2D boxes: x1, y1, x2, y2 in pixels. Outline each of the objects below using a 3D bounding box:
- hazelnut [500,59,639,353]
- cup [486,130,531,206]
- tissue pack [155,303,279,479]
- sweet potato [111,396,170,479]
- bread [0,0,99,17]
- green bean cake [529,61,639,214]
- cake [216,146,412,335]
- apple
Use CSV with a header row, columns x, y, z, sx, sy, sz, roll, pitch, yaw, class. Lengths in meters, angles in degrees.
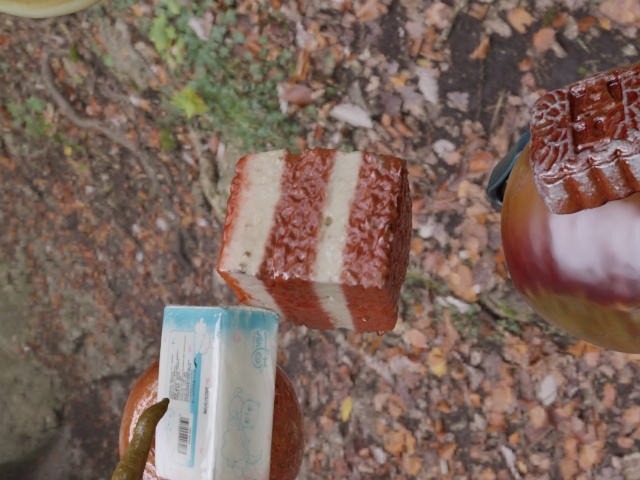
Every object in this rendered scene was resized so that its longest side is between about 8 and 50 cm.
x,y,z,sx,sy,sz,roll,pitch,yaw,class
0.389,-0.027,0.943,0.409,0.359,0.360,-4,82,49,hazelnut
0.491,-0.061,1.644,0.292,0.307,0.242,114,151,-67,cup
-0.158,0.233,1.339,0.201,0.124,0.271,-7,78,56,tissue pack
-0.149,0.175,0.715,0.026,0.026,0.115,-24,41,44,sweet potato
-0.396,-0.447,1.169,0.333,0.333,0.160,-40,49,38,bread
0.253,-0.096,0.784,0.135,0.056,0.135,-18,40,26,green bean cake
0.000,0.000,1.625,0.319,0.270,0.270,5,66,13,cake
-0.198,0.353,1.617,0.348,0.277,0.349,-3,79,14,apple
